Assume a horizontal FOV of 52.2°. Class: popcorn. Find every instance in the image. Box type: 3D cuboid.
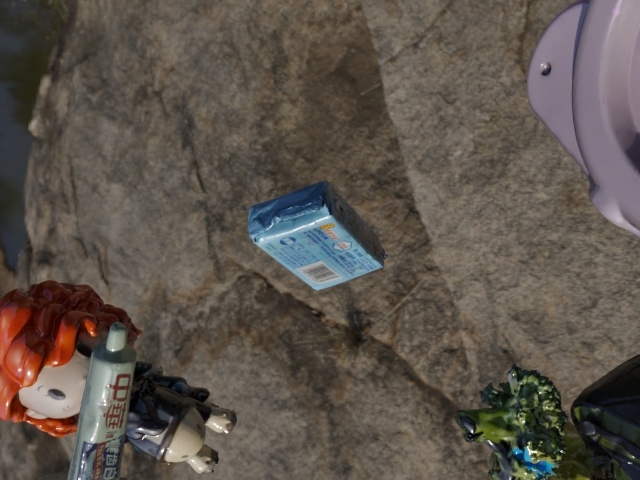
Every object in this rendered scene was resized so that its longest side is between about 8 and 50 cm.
[{"bbox_3d":[0.446,0.454,1.225,0.276,0.226,0.276,45,144,46],"label":"popcorn"}]

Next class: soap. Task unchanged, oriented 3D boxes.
[{"bbox_3d":[0.000,0.000,1.106,0.156,0.293,0.077,-18,60,18],"label":"soap"}]

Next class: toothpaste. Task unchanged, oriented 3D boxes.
[{"bbox_3d":[-0.200,0.178,0.594,0.038,0.060,0.233,31,114,40],"label":"toothpaste"}]

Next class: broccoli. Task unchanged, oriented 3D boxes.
[{"bbox_3d":[0.271,0.269,0.935,0.154,0.160,0.167,-107,26,-46],"label":"broccoli"}]

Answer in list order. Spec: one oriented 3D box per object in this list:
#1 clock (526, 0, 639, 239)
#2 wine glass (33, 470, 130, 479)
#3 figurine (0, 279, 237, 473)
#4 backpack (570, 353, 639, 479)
[{"bbox_3d":[0.291,-0.126,0.380,0.295,0.114,0.322,64,144,33],"label":"clock"},{"bbox_3d":[-0.442,0.636,1.149,0.267,0.267,0.405,0,78,49],"label":"wine glass"},{"bbox_3d":[-0.329,0.233,1.032,0.412,0.306,0.241,32,91,4],"label":"figurine"},{"bbox_3d":[0.468,0.258,0.862,0.207,0.140,0.253,-36,30,2],"label":"backpack"}]
